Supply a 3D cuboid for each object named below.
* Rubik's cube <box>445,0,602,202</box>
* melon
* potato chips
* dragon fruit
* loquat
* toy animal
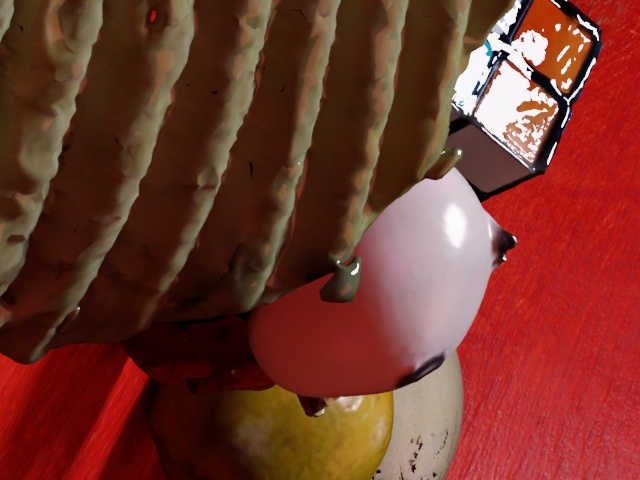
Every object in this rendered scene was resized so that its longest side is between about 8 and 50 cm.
[{"bbox_3d":[0.124,-0.153,1.397,0.167,0.180,0.183,-26,-147,56],"label":"Rubik's cube"},{"bbox_3d":[0.016,0.173,1.551,0.268,0.268,0.330,-38,148,-75],"label":"melon"},{"bbox_3d":[-0.047,-0.105,0.650,0.373,0.097,0.389,16,102,-57],"label":"potato chips"},{"bbox_3d":[-0.041,0.070,1.114,0.092,0.192,0.122,90,10,-58],"label":"dragon fruit"},{"bbox_3d":[-0.024,0.138,1.328,0.246,0.213,0.213,-36,159,-27],"label":"loquat"},{"bbox_3d":[-0.004,0.001,0.998,0.187,0.235,0.165,-63,179,-17],"label":"toy animal"}]
